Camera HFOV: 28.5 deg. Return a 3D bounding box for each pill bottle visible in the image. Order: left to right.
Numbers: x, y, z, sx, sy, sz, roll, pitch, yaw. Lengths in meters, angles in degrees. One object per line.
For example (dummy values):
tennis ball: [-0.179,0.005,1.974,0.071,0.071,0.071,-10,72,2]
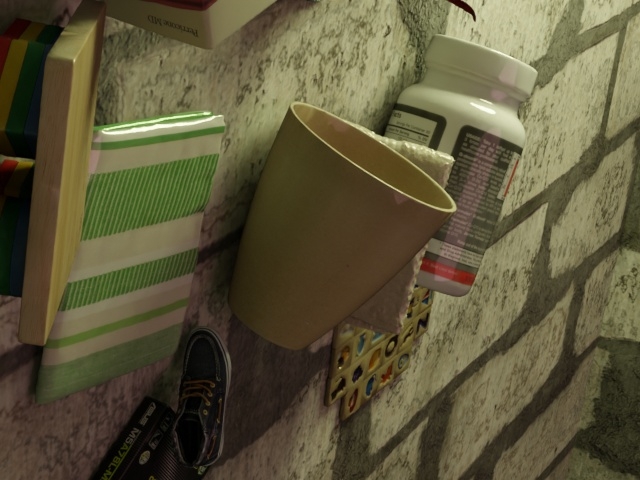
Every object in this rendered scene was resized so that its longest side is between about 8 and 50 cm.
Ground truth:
pill bottle: [0.190,-0.114,1.926,0.210,0.210,0.363,15,97,-62]

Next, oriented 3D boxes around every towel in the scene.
towel: [-0.223,0.013,1.471,0.248,0.038,0.325,-17,126,-55]
towel: [0.066,-0.015,1.805,0.049,0.187,0.282,-85,-167,-84]

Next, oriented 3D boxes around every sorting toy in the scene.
sorting toy: [-0.266,-0.076,1.154,0.255,0.089,0.257,-99,-162,-69]

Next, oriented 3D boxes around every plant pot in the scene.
plant pot: [0.000,0.000,1.672,0.274,0.256,0.256,-58,155,15]

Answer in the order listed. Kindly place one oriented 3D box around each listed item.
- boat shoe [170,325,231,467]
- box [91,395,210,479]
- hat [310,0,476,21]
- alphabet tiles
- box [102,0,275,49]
boat shoe: [-0.155,0.202,1.630,0.083,0.065,0.183,19,69,-78]
box: [-0.232,0.326,1.666,0.184,0.045,0.191,-60,151,-23]
hat: [0.083,-0.367,1.582,0.208,0.183,0.173,-26,131,-52]
alphabet tiles: [0.112,0.147,2.192,0.342,0.011,0.285,-30,135,-50]
box: [-0.141,-0.330,1.247,0.127,0.148,0.232,-45,144,-37]
